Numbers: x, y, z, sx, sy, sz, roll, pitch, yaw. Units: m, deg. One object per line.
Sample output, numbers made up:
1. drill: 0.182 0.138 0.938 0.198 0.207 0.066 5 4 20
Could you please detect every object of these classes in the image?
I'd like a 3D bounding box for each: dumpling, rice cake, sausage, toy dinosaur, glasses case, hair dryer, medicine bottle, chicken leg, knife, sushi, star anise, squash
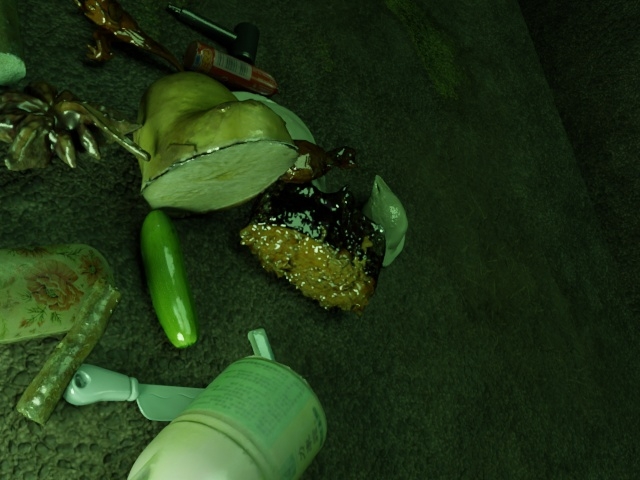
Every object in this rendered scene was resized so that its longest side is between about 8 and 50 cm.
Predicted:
1. dumpling: -0.119 -0.245 1.925 0.341 0.181 0.260 19 31 -5
2. rice cake: -0.102 0.268 1.678 0.042 0.030 0.180 -12 72 -33
3. sausage: -0.210 -0.418 2.020 0.274 0.074 0.074 15 53 -36
4. toy dinosaur: -0.450 -0.465 1.809 0.432 0.097 0.208 49 24 -17
5. glasses case: -0.535 0.094 1.330 0.425 0.098 0.156 -6 75 -46
6. hair dryer: -0.276 -0.527 2.052 0.255 0.070 0.128 20 51 -24
7. medicine bottle: -0.181 0.399 1.355 0.236 0.236 0.406 51 39 -4
8. chicken leg: -0.009 -0.182 1.785 0.113 0.093 0.304 23 20 24
9. knife: -0.314 0.285 1.465 0.331 0.044 0.080 20 49 -38
10. sushi: 0.000 0.000 1.818 0.348 0.234 0.207 30 46 -19
11. star anise: -0.495 -0.223 1.517 0.292 0.109 0.349 -24 49 -29
12. dumpling: 0.175 -0.056 2.106 0.166 0.126 0.216 2 58 -61
13. squash: -0.300 0.078 1.584 0.082 0.082 0.292 1 64 -43

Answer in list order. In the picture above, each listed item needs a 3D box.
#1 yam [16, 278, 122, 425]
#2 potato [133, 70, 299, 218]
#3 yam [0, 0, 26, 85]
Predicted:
1. yam: -0.413 0.183 1.348 0.061 0.061 0.253 36 69 -20
2. potato: -0.245 -0.233 1.616 0.290 0.397 0.296 -8 73 -26
3. yam: -0.646 -0.437 1.593 0.106 0.106 0.259 5 59 -42
